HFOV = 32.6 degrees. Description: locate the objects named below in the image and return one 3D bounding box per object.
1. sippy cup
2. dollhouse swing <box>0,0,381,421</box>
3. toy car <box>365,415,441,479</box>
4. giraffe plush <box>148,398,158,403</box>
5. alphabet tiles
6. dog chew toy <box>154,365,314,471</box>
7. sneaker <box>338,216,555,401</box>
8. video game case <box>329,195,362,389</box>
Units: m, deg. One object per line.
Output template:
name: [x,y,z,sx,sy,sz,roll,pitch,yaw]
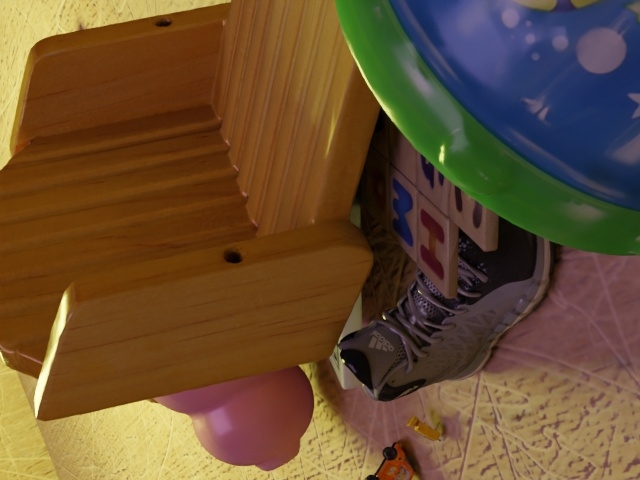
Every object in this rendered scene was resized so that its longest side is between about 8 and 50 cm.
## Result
sippy cup: [0.155,-0.146,0.447,0.305,0.240,0.224,35,139,-6]
dollhouse swing: [-0.123,-0.113,0.834,0.346,0.315,0.305,-111,12,-45]
toy car: [0.076,0.206,1.002,0.041,0.060,0.122,32,153,4]
giraffe plush: [-0.205,0.095,1.311,0.170,0.181,0.210,-176,99,-76]
alphabet tiles: [0.048,-0.135,0.748,0.342,0.011,0.285,-127,32,-62]
dog chew toy: [-0.119,0.085,1.136,0.331,0.207,0.207,62,153,-1]
sneaker: [0.080,0.055,0.795,0.086,0.132,0.228,51,149,28]
video game case: [0.000,0.000,0.974,0.183,0.023,0.201,-117,19,-50]
